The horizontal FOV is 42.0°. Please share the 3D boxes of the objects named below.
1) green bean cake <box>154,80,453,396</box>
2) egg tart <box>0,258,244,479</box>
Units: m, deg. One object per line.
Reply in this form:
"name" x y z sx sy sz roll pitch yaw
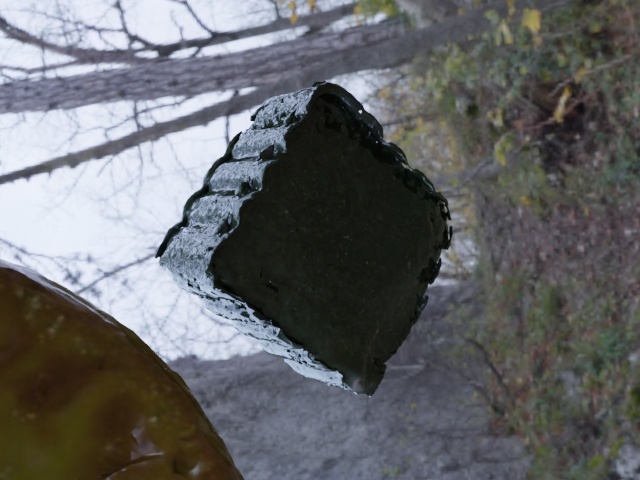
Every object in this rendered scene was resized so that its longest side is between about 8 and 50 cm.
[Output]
"green bean cake" 0.000 0.000 0.839 0.255 0.132 0.241 39 -112 -30
"egg tart" -0.170 0.127 0.279 0.341 0.132 0.341 25 -149 -17
